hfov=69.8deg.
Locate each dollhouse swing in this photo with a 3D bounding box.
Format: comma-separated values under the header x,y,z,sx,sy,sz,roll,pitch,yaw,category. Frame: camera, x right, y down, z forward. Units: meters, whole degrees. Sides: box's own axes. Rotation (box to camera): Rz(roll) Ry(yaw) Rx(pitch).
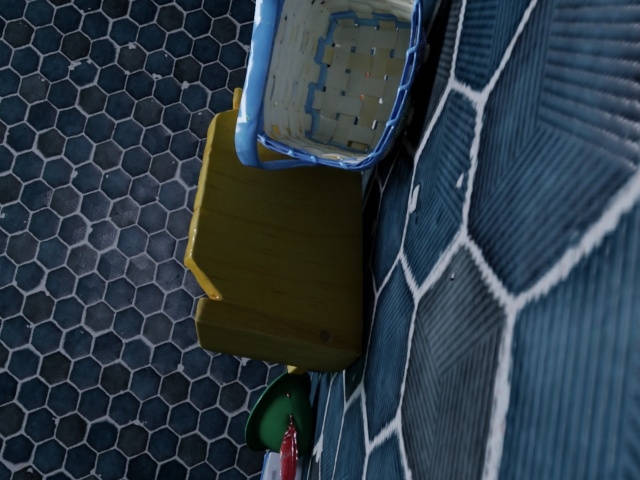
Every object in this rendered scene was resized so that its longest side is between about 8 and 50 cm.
x,y,z,sx,sy,sz,roll,pitch,yaw,category
-0.089,0.027,0.736,0.305,0.315,0.347,-34,45,49,dollhouse swing

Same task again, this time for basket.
x,y,z,sx,sy,sz,roll,pitch,yaw,category
0.009,-0.208,0.524,0.289,0.201,0.255,-13,-62,-60,basket

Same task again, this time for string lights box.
x,y,z,sx,sy,sz,roll,pitch,yaw,category
-0.099,0.558,1.040,0.260,0.076,0.134,109,171,-64,string lights box

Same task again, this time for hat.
x,y,z,sx,sy,sz,roll,pitch,yaw,category
-0.026,0.378,0.867,0.209,0.183,0.173,-57,-39,-13,hat

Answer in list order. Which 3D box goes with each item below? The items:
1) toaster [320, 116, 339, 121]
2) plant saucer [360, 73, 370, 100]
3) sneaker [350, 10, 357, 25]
x,y,z,sx,sy,sz,roll,pitch,yaw,category
0.012,-0.235,1.315,0.147,0.129,0.227,101,171,-54,toaster
0.108,-0.355,1.083,0.083,0.013,0.084,-170,90,-86,plant saucer
0.123,-0.545,0.900,0.123,0.105,0.290,-2,-69,-85,sneaker
